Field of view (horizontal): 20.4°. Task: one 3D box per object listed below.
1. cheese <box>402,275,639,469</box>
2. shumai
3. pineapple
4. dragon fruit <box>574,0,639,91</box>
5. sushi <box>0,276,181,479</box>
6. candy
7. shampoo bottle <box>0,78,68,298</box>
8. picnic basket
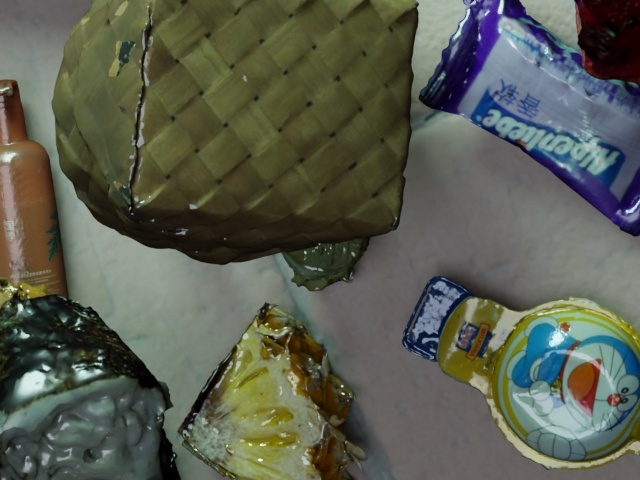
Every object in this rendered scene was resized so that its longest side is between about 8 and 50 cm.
[{"bbox_3d":[0.213,0.128,1.746,0.270,0.069,0.177,26,108,9],"label":"cheese"},{"bbox_3d":[0.001,0.000,1.782,0.099,0.124,0.087,11,146,4],"label":"shumai"},{"bbox_3d":[-0.052,0.184,1.828,0.186,0.114,0.236,-15,87,19],"label":"pineapple"},{"bbox_3d":[0.380,-0.314,1.598,0.329,0.228,0.286,-6,134,-2],"label":"dragon fruit"},{"bbox_3d":[-0.261,0.223,1.830,0.207,0.234,0.348,49,136,47],"label":"sushi"},{"bbox_3d":[0.230,-0.127,1.688,0.275,0.070,0.145,32,115,3],"label":"candy"},{"bbox_3d":[-0.317,-0.046,1.855,0.085,0.085,0.244,-2,103,17],"label":"shampoo bottle"},{"bbox_3d":[-0.098,-0.126,1.680,0.337,0.337,0.293,6,92,15],"label":"picnic basket"}]
